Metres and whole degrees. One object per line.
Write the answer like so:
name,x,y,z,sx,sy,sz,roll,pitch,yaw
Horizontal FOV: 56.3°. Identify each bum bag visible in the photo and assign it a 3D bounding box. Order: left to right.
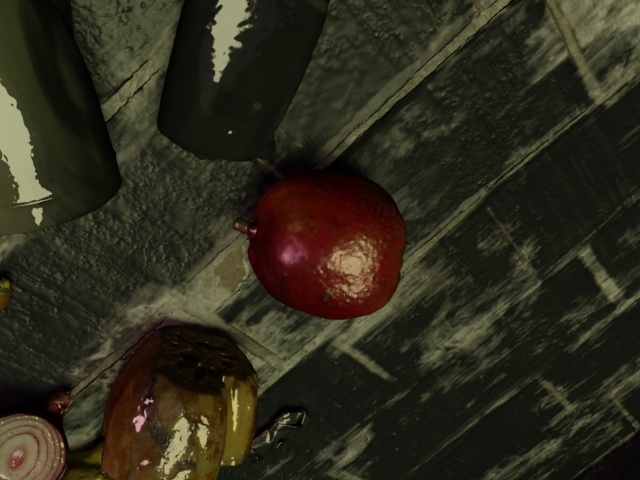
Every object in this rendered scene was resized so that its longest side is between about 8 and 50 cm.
bum bag,-0.110,0.476,1.440,0.197,0.049,0.087,-42,132,8

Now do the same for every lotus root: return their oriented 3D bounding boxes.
lotus root,-0.248,0.321,1.140,0.315,0.316,0.250,11,110,-27

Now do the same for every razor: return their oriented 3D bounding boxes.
razor,-0.114,-0.280,0.888,0.204,0.113,0.349,8,119,-29

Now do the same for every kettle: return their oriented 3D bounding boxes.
kettle,-0.438,-0.184,0.740,0.320,0.228,0.325,-27,127,-32

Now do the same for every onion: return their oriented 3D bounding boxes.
onion,-0.561,0.375,1.146,0.195,0.139,0.218,42,58,-20

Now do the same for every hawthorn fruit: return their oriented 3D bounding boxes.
hawthorn fruit,0.000,0.000,1.047,0.306,0.265,0.265,17,117,-5

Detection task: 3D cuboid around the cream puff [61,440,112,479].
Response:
cream puff,-0.430,0.601,1.271,0.324,0.257,0.291,32,103,-35

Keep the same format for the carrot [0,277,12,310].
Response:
carrot,-0.612,0.155,1.023,0.062,0.066,0.271,46,105,7
